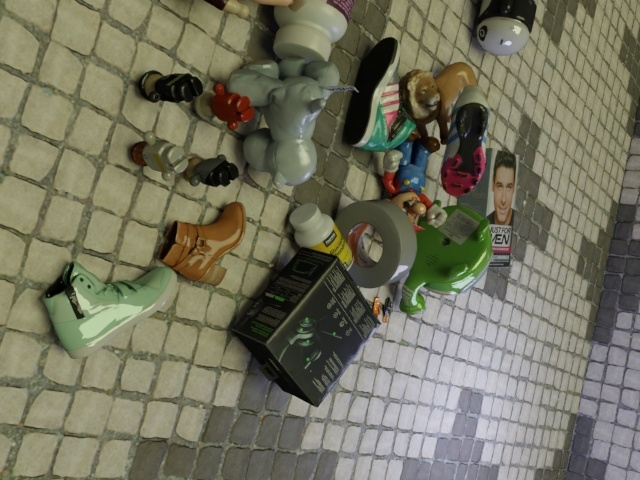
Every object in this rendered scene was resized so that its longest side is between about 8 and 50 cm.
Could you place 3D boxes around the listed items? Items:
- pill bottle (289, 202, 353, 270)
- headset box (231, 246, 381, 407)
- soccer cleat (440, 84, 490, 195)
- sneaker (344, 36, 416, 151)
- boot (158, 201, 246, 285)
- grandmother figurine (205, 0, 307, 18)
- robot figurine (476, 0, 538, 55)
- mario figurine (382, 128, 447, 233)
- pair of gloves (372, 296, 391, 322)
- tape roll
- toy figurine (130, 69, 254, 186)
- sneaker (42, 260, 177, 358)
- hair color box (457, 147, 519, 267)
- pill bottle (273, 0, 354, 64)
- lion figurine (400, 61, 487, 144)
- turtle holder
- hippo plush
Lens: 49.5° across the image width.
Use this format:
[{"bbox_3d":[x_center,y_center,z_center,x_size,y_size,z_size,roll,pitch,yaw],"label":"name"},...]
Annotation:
[{"bbox_3d":[0.000,0.000,1.677,0.103,0.103,0.184,-55,131,-27],"label":"pill bottle"},{"bbox_3d":[-0.030,0.205,1.596,0.283,0.131,0.246,-51,128,-22],"label":"headset box"},{"bbox_3d":[0.406,-0.275,1.919,0.331,0.116,0.143,93,6,-46],"label":"soccer cleat"},{"bbox_3d":[0.183,-0.360,1.810,0.178,0.124,0.295,20,88,-42],"label":"sneaker"},{"bbox_3d":[-0.241,-0.014,1.436,0.152,0.073,0.197,30,70,-41],"label":"boot"},{"bbox_3d":[-0.199,-0.522,1.352,0.342,0.208,0.104,-9,141,-35],"label":"grandmother figurine"},{"bbox_3d":[0.584,-0.719,2.175,0.209,0.173,0.278,19,81,-37],"label":"robot figurine"},{"bbox_3d":[0.259,-0.144,1.880,0.170,0.198,0.320,78,22,-76],"label":"mario figurine"},{"bbox_3d":[0.174,0.196,1.965,0.083,0.010,0.074,7,89,-49],"label":"pair of gloves"},{"bbox_3d":[0.131,0.007,1.737,0.072,0.219,0.219,-9,102,-48],"label":"tape roll"},{"bbox_3d":[-0.256,-0.213,1.346,0.213,0.148,0.209,8,95,-50],"label":"toy figurine"},{"bbox_3d":[-0.382,0.084,1.277,0.256,0.094,0.151,-40,120,-38],"label":"sneaker"},{"bbox_3d":[0.537,-0.103,2.248,0.185,0.114,0.374,2,93,-48],"label":"hair color box"},{"bbox_3d":[-0.008,-0.546,1.545,0.169,0.169,0.301,24,77,-47],"label":"pill bottle"},{"bbox_3d":[0.355,-0.424,1.996,0.392,0.142,0.240,-44,128,-42],"label":"lion figurine"},{"bbox_3d":[0.366,0.068,1.993,0.227,0.243,0.320,56,45,-56],"label":"turtle holder"},{"bbox_3d":[-0.050,-0.247,1.487,0.234,0.294,0.236,-35,136,-45],"label":"hippo plush"}]
